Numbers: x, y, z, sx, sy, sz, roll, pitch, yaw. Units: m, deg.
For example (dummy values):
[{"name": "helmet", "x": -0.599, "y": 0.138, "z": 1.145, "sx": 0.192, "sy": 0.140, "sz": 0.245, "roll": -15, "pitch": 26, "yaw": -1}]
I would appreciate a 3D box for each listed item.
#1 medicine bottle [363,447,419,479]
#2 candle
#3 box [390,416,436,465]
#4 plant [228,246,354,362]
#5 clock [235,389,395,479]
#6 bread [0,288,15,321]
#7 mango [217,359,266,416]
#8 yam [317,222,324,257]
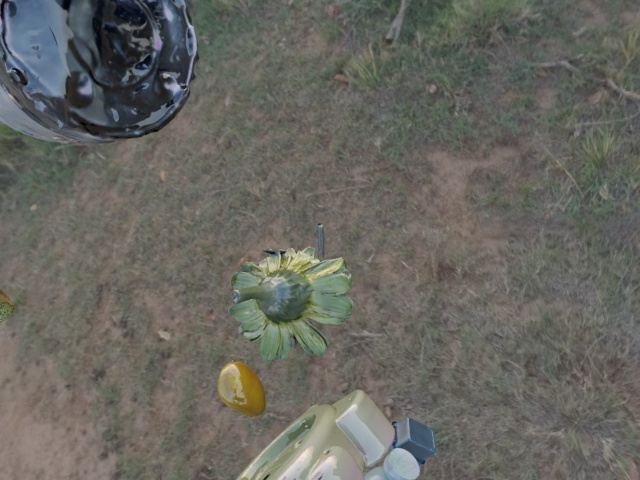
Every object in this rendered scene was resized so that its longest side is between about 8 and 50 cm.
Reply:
[{"name": "medicine bottle", "x": 0.121, "y": 0.519, "z": 0.983, "sx": 0.090, "sy": 0.090, "sz": 0.217, "roll": 46, "pitch": 123, "yaw": 33}, {"name": "candle", "x": -0.279, "y": -0.195, "z": 0.523, "sx": 0.330, "sy": 0.187, "sz": 0.188, "roll": 10, "pitch": 76, "yaw": 47}, {"name": "box", "x": 0.202, "y": 0.429, "z": 1.037, "sx": 0.054, "sy": 0.099, "sz": 0.074, "roll": -47, "pitch": 22, "yaw": 31}, {"name": "plant", "x": -0.101, "y": 0.108, "z": 1.105, "sx": 0.305, "sy": 0.297, "sz": 0.261, "roll": -40, "pitch": 37, "yaw": 19}, {"name": "clock", "x": -0.048, "y": 0.377, "z": 0.718, "sx": 0.114, "sy": 0.309, "sz": 0.284, "roll": 51, "pitch": 123, "yaw": 4}, {"name": "bread", "x": -0.588, "y": 0.094, "z": 0.805, "sx": 0.127, "sy": 0.140, "sz": 0.069, "roll": 22, "pitch": 59, "yaw": 42}, {"name": "mango", "x": -0.276, "y": 0.536, "z": 1.703, "sx": 0.109, "sy": 0.227, "sz": 0.147, "roll": -15, "pitch": 22, "yaw": 46}, {"name": "yam", "x": 0.000, "y": 0.000, "z": 1.763, "sx": 0.027, "sy": 0.033, "sz": 0.130, "roll": 12, "pitch": 111, "yaw": 45}]
